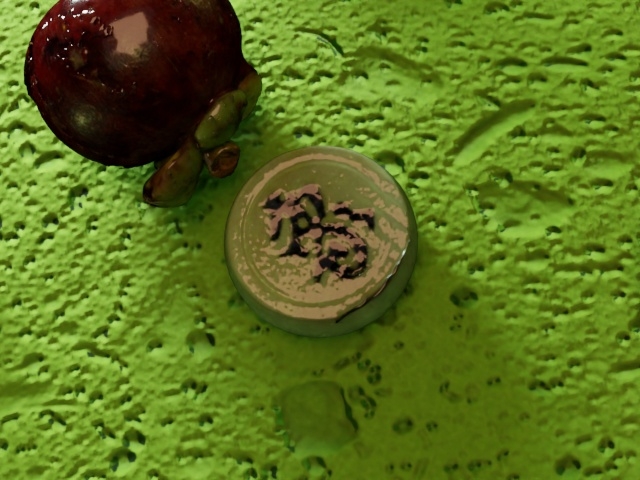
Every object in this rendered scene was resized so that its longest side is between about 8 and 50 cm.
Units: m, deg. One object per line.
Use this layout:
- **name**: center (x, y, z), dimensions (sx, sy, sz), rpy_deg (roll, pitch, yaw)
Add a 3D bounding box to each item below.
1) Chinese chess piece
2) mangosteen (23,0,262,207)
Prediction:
- **Chinese chess piece**: center (0.000, 0.000, 0.786), dimensions (0.144, 0.058, 0.144), rpy_deg (-2, 72, 6)
- **mangosteen**: center (-0.124, -0.120, 0.801), dimensions (0.166, 0.166, 0.180), rpy_deg (-40, 97, -6)
